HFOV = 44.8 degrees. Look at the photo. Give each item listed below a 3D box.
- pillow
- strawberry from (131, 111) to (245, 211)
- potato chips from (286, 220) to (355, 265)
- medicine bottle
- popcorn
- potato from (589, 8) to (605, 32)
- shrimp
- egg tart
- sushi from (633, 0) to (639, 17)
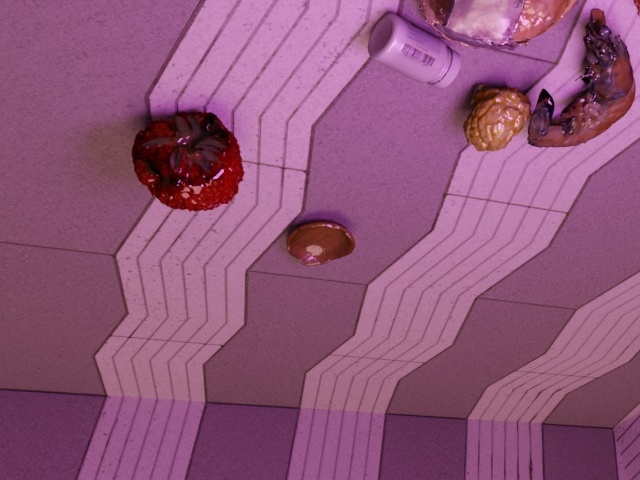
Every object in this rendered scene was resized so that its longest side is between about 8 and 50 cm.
[{"bbox_3d":[0.315,-0.465,1.392,0.169,0.059,0.255,15,131,-2],"label":"pillow"},{"bbox_3d":[-0.300,-0.167,1.810,0.261,0.261,0.257,-1,141,-5],"label":"strawberry"},{"bbox_3d":[0.000,-0.001,2.241,0.196,0.061,0.208,5,146,-4],"label":"potato chips"},{"bbox_3d":[0.201,-0.399,1.655,0.187,0.102,0.103,18,139,-30],"label":"medicine bottle"},{"bbox_3d":[0.412,-0.285,1.811,0.142,0.173,0.173,16,146,8],"label":"popcorn"},{"bbox_3d":[0.600,-0.455,1.681,0.037,0.036,0.093,-5,145,6],"label":"potato"},{"bbox_3d":[0.584,-0.336,1.758,0.272,0.085,0.445,-26,153,7],"label":"shrimp"},{"bbox_3d":[0.364,-0.490,1.513,0.352,0.150,0.352,-1,143,-1],"label":"egg tart"},{"bbox_3d":[0.744,-0.501,1.560,0.332,0.124,0.130,5,155,-16],"label":"sushi"}]
